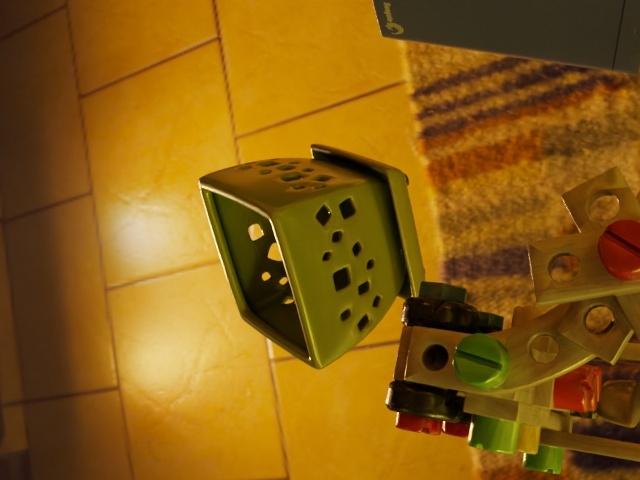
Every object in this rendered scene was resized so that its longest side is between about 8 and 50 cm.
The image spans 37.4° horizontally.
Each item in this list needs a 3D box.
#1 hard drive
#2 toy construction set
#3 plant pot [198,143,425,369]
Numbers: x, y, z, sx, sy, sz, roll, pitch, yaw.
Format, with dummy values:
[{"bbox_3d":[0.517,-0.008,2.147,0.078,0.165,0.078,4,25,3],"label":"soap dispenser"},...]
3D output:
[{"bbox_3d":[0.213,-0.276,1.079,0.318,0.210,0.040,12,74,16],"label":"hard drive"},{"bbox_3d":[0.170,0.084,0.605,0.214,0.328,0.151,7,65,25],"label":"toy construction set"},{"bbox_3d":[0.000,0.000,1.234,0.228,0.207,0.227,26,136,56],"label":"plant pot"}]
